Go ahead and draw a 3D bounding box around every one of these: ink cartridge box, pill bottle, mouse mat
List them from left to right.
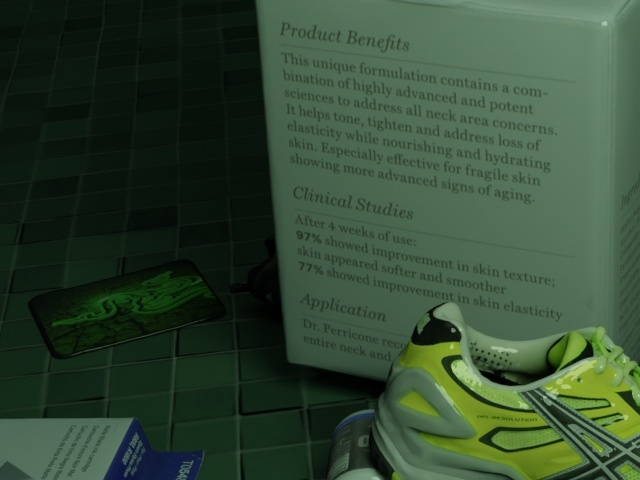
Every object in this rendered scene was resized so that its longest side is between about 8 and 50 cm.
[{"bbox_3d":[-0.232,0.227,1.566,0.224,0.045,0.223,-1,26,10],"label":"ink cartridge box"},{"bbox_3d":[-0.208,0.071,1.925,0.189,0.007,0.152,-14,27,-16],"label":"mouse mat"},{"bbox_3d":[0.042,0.207,1.504,0.078,0.078,0.137,-4,26,6],"label":"pill bottle"}]

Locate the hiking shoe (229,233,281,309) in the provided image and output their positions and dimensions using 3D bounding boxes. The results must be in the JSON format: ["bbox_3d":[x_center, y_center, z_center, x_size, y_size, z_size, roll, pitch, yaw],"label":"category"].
[{"bbox_3d":[0.000,0.000,1.929,0.114,0.086,0.227,14,34,30],"label":"hiking shoe"}]

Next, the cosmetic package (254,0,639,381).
[{"bbox_3d":[0.164,-0.098,1.681,0.329,0.394,0.327,11,31,24],"label":"cosmetic package"}]

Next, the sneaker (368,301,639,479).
[{"bbox_3d":[0.236,0.157,1.437,0.384,0.147,0.145,11,26,-1],"label":"sneaker"}]
